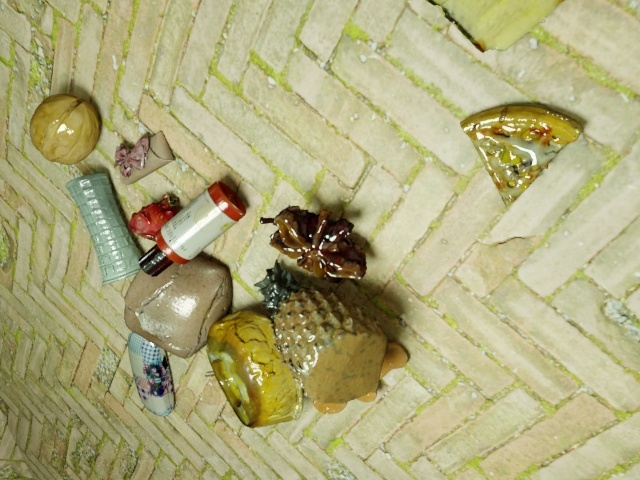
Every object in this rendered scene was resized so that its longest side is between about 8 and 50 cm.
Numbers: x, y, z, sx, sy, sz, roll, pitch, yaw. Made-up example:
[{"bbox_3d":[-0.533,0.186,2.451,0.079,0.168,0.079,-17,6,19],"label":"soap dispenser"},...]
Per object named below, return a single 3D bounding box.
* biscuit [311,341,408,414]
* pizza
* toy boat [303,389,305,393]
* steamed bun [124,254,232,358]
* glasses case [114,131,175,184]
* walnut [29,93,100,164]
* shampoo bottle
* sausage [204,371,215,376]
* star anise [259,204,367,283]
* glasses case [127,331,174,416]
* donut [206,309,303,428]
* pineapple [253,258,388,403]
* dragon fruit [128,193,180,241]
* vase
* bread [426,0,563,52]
[{"bbox_3d":[0.071,0.305,1.016,0.166,0.036,0.250,36,107,-8],"label":"biscuit"},{"bbox_3d":[0.316,-0.141,0.747,0.185,0.036,0.176,20,119,21],"label":"pizza"},{"bbox_3d":[-0.025,0.282,1.082,0.111,0.084,0.276,12,116,27],"label":"toy boat"},{"bbox_3d":[-0.390,0.175,1.171,0.252,0.199,0.301,32,121,14],"label":"steamed bun"},{"bbox_3d":[-0.474,-0.217,1.137,0.194,0.070,0.102,-17,100,33],"label":"glasses case"},{"bbox_3d":[-0.677,-0.292,1.171,0.159,0.159,0.206,47,123,5],"label":"walnut"},{"bbox_3d":[-0.312,-0.016,1.044,0.278,0.104,0.104,-38,88,9],"label":"shampoo bottle"},{"bbox_3d":[-0.318,0.403,1.336,0.100,0.015,0.015,-19,100,33],"label":"sausage"},{"bbox_3d":[0.000,0.000,0.924,0.220,0.125,0.190,46,157,-21],"label":"star anise"},{"bbox_3d":[-0.554,0.435,1.444,0.125,0.076,0.327,8,113,25],"label":"glasses case"},{"bbox_3d":[-0.176,0.319,1.087,0.330,0.160,0.329,33,130,50],"label":"donut"},{"bbox_3d":[-0.023,0.166,0.940,0.362,0.202,0.201,42,132,49],"label":"pineapple"},{"bbox_3d":[-0.407,-0.062,1.133,0.153,0.153,0.110,24,102,19],"label":"dragon fruit"},{"bbox_3d":[-0.603,-0.037,1.247,0.143,0.143,0.298,-14,100,33],"label":"vase"},{"bbox_3d":[0.260,-0.386,0.556,0.263,0.236,0.198,-40,87,35],"label":"bread"}]
